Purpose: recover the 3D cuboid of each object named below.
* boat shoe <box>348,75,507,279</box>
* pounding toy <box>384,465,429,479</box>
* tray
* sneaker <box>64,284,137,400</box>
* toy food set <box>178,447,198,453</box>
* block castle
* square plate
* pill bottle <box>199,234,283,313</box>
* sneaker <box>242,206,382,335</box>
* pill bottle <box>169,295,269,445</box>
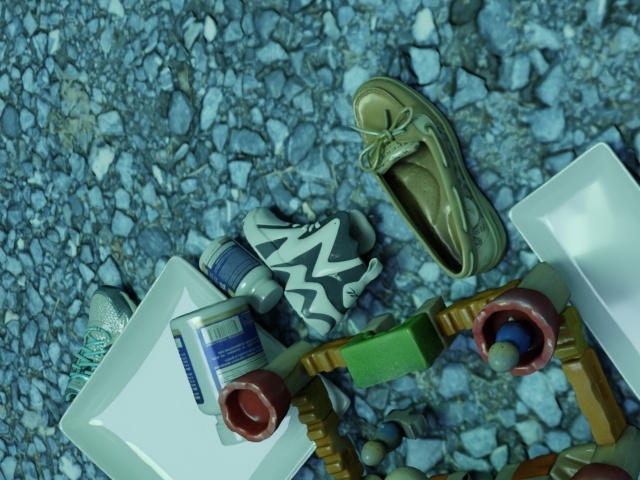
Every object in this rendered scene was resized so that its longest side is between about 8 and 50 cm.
[{"bbox_3d":[0.122,-0.082,1.077,0.104,0.089,0.285,-44,74,34],"label":"boat shoe"},{"bbox_3d":[0.106,0.367,0.924,0.183,0.110,0.236,-42,57,41],"label":"pounding toy"},{"bbox_3d":[0.342,0.036,0.986,0.145,0.030,0.270,-41,76,33],"label":"tray"},{"bbox_3d":[-0.355,0.216,1.454,0.110,0.122,0.282,8,104,34],"label":"sneaker"},{"bbox_3d":[-0.219,0.250,1.408,0.218,0.071,0.128,44,97,17],"label":"toy food set"},{"bbox_3d":[0.119,0.237,1.039,0.453,0.213,0.302,-22,98,34],"label":"block castle"},{"bbox_3d":[-0.179,0.257,1.323,0.347,0.049,0.344,39,101,15],"label":"square plate"},{"bbox_3d":[-0.113,0.051,1.284,0.120,0.067,0.067,38,119,23],"label":"pill bottle"},{"bbox_3d":[0.000,0.000,1.189,0.153,0.094,0.235,-40,42,4],"label":"sneaker"},{"bbox_3d":[-0.127,0.179,1.219,0.112,0.112,0.186,-19,90,36],"label":"pill bottle"}]
